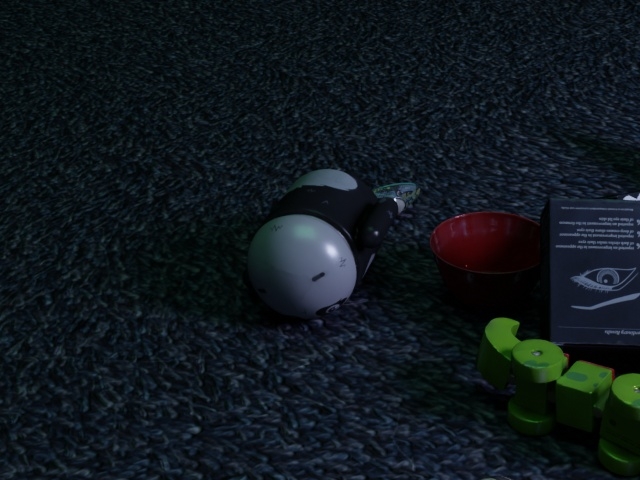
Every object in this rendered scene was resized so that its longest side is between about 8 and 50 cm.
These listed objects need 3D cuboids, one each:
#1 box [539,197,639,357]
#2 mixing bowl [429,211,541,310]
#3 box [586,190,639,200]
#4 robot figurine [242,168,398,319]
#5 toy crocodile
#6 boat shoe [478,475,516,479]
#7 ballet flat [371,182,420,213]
[{"bbox_3d":[0.380,0.053,1.587,0.153,0.207,0.108,3,-13,4],"label":"box"},{"bbox_3d":[0.253,0.042,1.733,0.182,0.098,0.181,-2,29,1],"label":"mixing bowl"},{"bbox_3d":[0.540,-0.035,1.772,0.261,0.103,0.184,-9,-2,-10],"label":"box"},{"bbox_3d":[0.000,0.002,1.755,0.174,0.209,0.278,26,35,5],"label":"robot figurine"},{"bbox_3d":[0.338,0.196,1.447,0.341,0.115,0.105,21,38,34],"label":"toy crocodile"},{"bbox_3d":[0.281,0.341,1.228,0.092,0.102,0.285,-20,38,-37],"label":"boat shoe"},{"bbox_3d":[0.083,-0.052,1.957,0.188,0.070,0.070,-9,31,-8],"label":"ballet flat"}]
